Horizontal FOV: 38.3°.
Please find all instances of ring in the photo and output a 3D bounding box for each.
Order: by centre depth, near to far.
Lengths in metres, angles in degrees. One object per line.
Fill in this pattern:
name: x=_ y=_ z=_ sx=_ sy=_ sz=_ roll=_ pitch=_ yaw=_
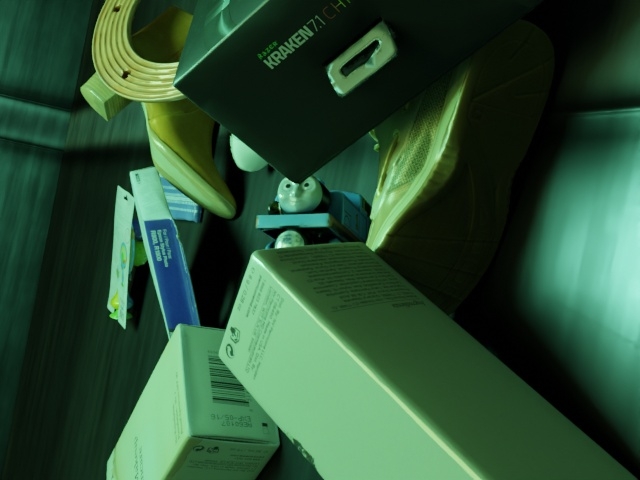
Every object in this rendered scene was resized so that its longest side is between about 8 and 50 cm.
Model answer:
ring: x=-0.158 y=-0.316 z=1.231 sx=0.336 sy=0.032 sz=0.336 roll=-14 pitch=55 yaw=21

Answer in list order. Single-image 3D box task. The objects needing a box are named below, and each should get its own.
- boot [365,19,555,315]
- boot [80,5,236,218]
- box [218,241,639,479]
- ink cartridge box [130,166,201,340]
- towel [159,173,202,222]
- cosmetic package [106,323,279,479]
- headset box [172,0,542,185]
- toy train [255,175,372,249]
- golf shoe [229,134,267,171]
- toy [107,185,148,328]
boot: x=0.070 y=-0.067 z=0.755 sx=0.203 sy=0.095 sz=0.262 roll=47 pitch=121 yaw=61
boot: x=-0.168 y=-0.192 z=1.302 sx=0.211 sy=0.295 sz=0.104 roll=-45 pitch=-6 yaw=-20
box: x=0.059 y=0.112 z=0.575 sx=0.275 sy=0.113 sz=0.094 roll=43 pitch=123 yaw=38
ink cartridge box: x=-0.214 y=0.039 z=1.289 sx=0.224 sy=0.045 sz=0.223 roll=-123 pitch=23 yaw=-58
towel: x=-0.211 y=-0.200 z=1.522 sx=0.243 sy=0.040 sz=0.336 roll=8 pitch=89 yaw=64
cosmetic package: x=-0.165 y=0.260 z=1.120 sx=0.309 sy=0.113 sz=0.160 roll=-58 pitch=32 yaw=37
headset box: x=0.029 y=-0.215 z=0.708 sx=0.246 sy=0.131 sz=0.283 roll=-35 pitch=31 yaw=29
toy train: x=0.000 y=0.000 z=0.810 sx=0.184 sy=0.080 sz=0.105 roll=36 pitch=-128 yaw=-69
golf shoe: x=-0.058 y=-0.125 z=1.105 sx=0.176 sy=0.069 sz=0.086 roll=-53 pitch=41 yaw=47
toy: x=-0.346 y=0.029 z=1.686 sx=0.137 sy=0.056 sz=0.237 roll=28 pitch=111 yaw=61
